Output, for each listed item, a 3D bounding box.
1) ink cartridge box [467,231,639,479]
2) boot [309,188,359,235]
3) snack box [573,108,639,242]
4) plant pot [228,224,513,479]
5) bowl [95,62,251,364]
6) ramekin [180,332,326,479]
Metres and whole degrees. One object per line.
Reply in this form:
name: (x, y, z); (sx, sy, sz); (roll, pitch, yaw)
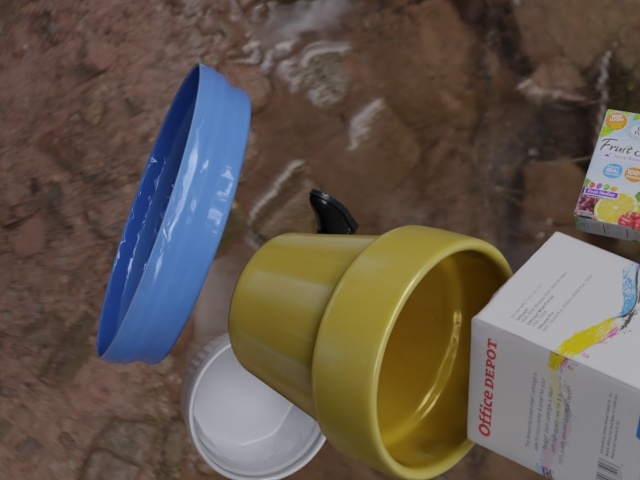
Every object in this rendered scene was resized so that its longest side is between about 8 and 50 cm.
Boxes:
ink cartridge box: (0.282, 0.133, 1.343); (0.168, 0.233, 0.171); (-41, 143, -39)
boot: (-0.001, 0.000, 1.763); (0.099, 0.045, 0.121); (-59, 148, -10)
snack box: (0.345, -0.070, 1.511); (0.100, 0.037, 0.141); (13, 67, 23)
plant pot: (0.042, 0.094, 1.442); (0.254, 0.239, 0.254); (-22, 120, -45)
bowl: (-0.184, -0.027, 1.729); (0.077, 0.391, 0.391); (19, 81, -14)
ramekin: (-0.094, 0.217, 1.874); (0.207, 0.109, 0.207); (-2, 97, -20)
